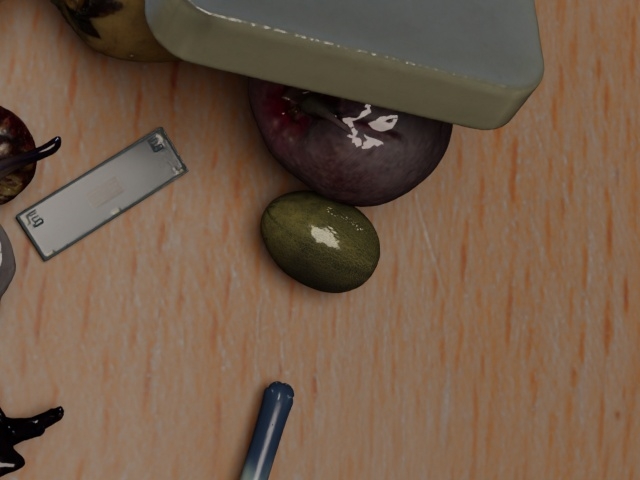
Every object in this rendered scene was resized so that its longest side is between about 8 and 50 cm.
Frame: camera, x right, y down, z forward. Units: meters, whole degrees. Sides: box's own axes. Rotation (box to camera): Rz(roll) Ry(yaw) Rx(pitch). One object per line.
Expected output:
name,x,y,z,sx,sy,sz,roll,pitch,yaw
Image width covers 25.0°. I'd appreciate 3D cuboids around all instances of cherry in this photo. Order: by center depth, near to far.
cherry,0.032,-0.138,1.453,0.184,0.266,0.213,-36,71,20

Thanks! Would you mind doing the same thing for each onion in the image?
onion,-0.325,-0.083,1.391,0.107,0.097,0.107,0,110,-1

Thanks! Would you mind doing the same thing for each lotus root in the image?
lotus root,-0.123,-0.270,1.440,0.310,0.183,0.182,-8,87,-31

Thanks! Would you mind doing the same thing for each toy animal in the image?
toy animal,-0.341,0.062,1.359,0.195,0.090,0.324,-1,99,-11

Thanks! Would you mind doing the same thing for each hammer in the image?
hammer,-0.062,0.236,1.459,0.116,0.069,0.193,20,73,-15

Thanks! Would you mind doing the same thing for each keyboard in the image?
keyboard,-0.219,-0.048,1.460,0.176,0.014,0.055,-34,96,-19

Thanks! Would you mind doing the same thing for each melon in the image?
melon,0.000,0.000,1.486,0.131,0.098,0.098,31,75,-17

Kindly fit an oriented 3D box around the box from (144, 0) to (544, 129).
box,0.019,-0.292,1.363,0.373,0.090,0.367,11,55,-19
